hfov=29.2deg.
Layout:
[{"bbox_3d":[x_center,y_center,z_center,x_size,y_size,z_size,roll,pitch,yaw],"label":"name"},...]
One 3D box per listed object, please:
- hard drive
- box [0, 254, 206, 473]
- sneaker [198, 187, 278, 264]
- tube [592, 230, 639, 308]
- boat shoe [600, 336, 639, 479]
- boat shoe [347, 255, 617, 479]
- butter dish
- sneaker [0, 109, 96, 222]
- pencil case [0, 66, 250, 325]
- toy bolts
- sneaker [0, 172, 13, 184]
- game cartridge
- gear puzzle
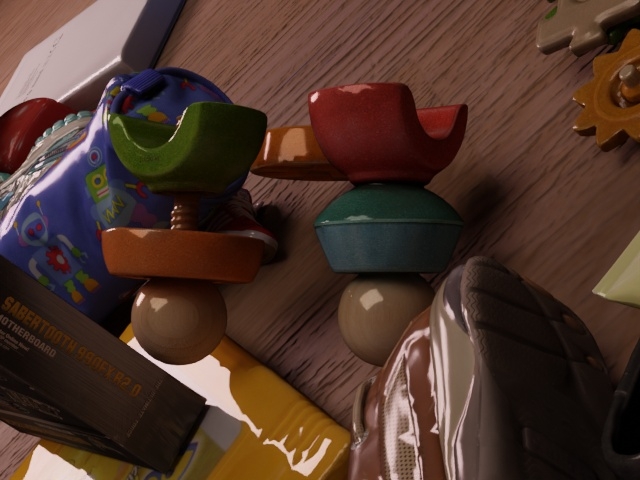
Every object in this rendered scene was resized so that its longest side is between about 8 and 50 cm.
[{"bbox_3d":[-0.308,-0.228,1.581,0.353,0.047,0.233,-24,37,41],"label":"hard drive"},{"bbox_3d":[-0.208,0.072,0.804,0.231,0.183,0.056,-2,55,54],"label":"box"},{"bbox_3d":[-0.060,-0.017,0.954,0.118,0.042,0.067,-4,55,57],"label":"sneaker"},{"bbox_3d":[0.210,0.023,0.422,0.240,0.070,0.062,27,120,48],"label":"tube"},{"bbox_3d":[0.177,0.015,0.527,0.080,0.076,0.228,-2,54,55],"label":"boat shoe"},{"bbox_3d":[0.063,0.147,0.503,0.116,0.123,0.324,-41,21,30],"label":"boat shoe"},{"bbox_3d":[-0.345,-0.105,1.402,0.160,0.118,0.160,-16,42,48],"label":"butter dish"},{"bbox_3d":[-0.300,-0.009,1.230,0.283,0.110,0.122,-48,31,4],"label":"sneaker"},{"bbox_3d":[-0.182,-0.016,0.987,0.306,0.133,0.119,-40,6,40],"label":"pencil case"},{"bbox_3d":[0.000,0.000,0.775,0.228,0.218,0.158,-3,85,40],"label":"toy bolts"},{"bbox_3d":[-0.349,-0.001,1.322,0.076,0.065,0.166,-97,26,-42],"label":"sneaker"},{"bbox_3d":[-0.123,0.189,0.779,0.285,0.052,0.323,-53,26,-6],"label":"game cartridge"},{"bbox_3d":[0.220,-0.185,0.763,0.175,0.044,0.339,-21,41,40],"label":"gear puzzle"}]
